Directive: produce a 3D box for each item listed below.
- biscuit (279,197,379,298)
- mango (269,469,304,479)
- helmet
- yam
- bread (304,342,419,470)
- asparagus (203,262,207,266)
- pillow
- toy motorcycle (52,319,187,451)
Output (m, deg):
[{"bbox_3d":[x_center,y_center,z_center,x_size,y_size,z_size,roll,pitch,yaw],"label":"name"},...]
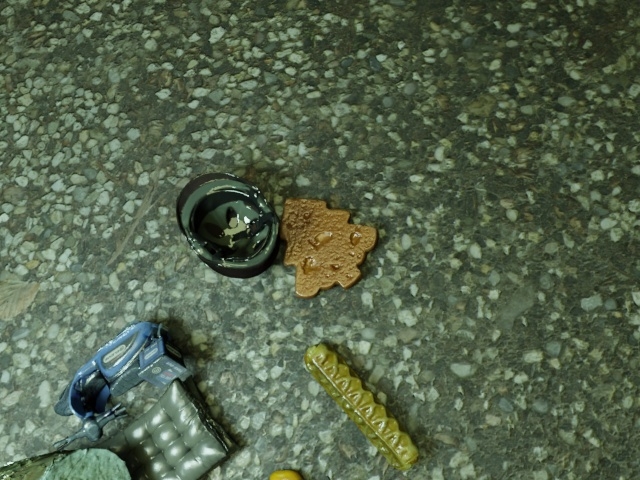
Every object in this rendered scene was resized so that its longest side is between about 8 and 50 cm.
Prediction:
[{"bbox_3d":[0.000,0.000,1.227,0.283,0.043,0.306,-37,74,-5],"label":"biscuit"},{"bbox_3d":[-0.081,0.581,1.075,0.089,0.046,0.060,11,73,19],"label":"mango"},{"bbox_3d":[-0.229,-0.026,1.180,0.224,0.177,0.305,-35,66,-13],"label":"helmet"},{"bbox_3d":[-0.591,0.571,0.941,0.347,0.241,0.241,-26,74,20],"label":"yam"},{"bbox_3d":[0.096,0.399,1.095,0.367,0.084,0.077,46,42,15],"label":"bread"},{"bbox_3d":[-0.333,0.033,1.247,0.025,0.021,0.108,-34,76,-2],"label":"asparagus"},{"bbox_3d":[-0.393,0.515,1.081,0.326,0.101,0.228,-39,75,-5],"label":"pillow"},{"bbox_3d":[-0.504,0.344,1.093,0.358,0.125,0.213,-38,39,1],"label":"toy motorcycle"}]
